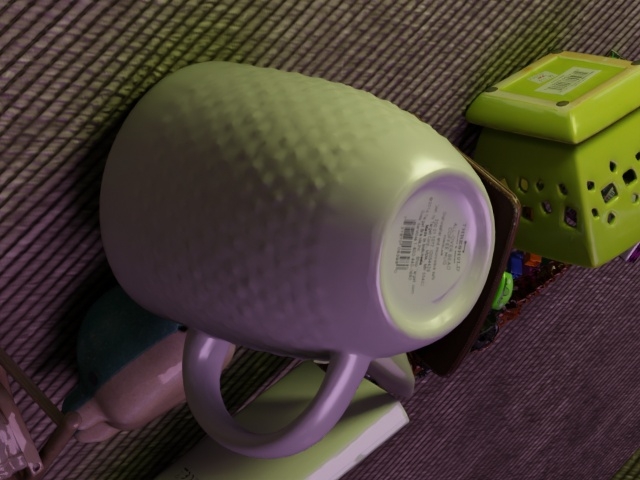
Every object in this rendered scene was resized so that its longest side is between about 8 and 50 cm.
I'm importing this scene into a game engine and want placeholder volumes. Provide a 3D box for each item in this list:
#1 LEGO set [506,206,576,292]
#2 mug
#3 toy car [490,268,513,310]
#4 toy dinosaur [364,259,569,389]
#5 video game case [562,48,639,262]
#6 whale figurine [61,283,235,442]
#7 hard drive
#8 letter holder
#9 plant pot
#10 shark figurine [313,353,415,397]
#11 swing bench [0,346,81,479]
[{"bbox_3d":[0.329,0.003,2.484,0.087,0.093,0.227,12,152,-23],"label":"LEGO set"},{"bbox_3d":[-0.023,0.027,1.598,0.276,0.328,0.374,21,86,-47],"label":"mug"},{"bbox_3d":[0.187,0.050,2.142,0.053,0.225,0.239,17,92,-30],"label":"toy car"},{"bbox_3d":[0.192,0.102,2.347,0.322,0.164,0.218,-47,159,-6],"label":"toy dinosaur"},{"bbox_3d":[0.428,-0.120,2.339,0.232,0.210,0.042,-56,153,11],"label":"video game case"},{"bbox_3d":[-0.211,0.133,1.840,0.216,0.141,0.272,-30,171,-34],"label":"whale figurine"},{"bbox_3d":[-0.082,0.288,2.081,0.353,0.233,0.047,-38,116,-14],"label":"hard drive"},{"bbox_3d":[0.094,0.035,2.037,0.152,0.214,0.301,-23,143,-41],"label":"letter holder"},{"bbox_3d":[0.334,-0.120,2.162,0.228,0.227,0.207,-30,120,-32],"label":"plant pot"},{"bbox_3d":[-0.020,0.116,1.964,0.116,0.278,0.166,-73,172,-54],"label":"shark figurine"},{"bbox_3d":[-0.390,0.256,1.668,0.253,0.165,0.254,-33,154,-30],"label":"swing bench"}]
